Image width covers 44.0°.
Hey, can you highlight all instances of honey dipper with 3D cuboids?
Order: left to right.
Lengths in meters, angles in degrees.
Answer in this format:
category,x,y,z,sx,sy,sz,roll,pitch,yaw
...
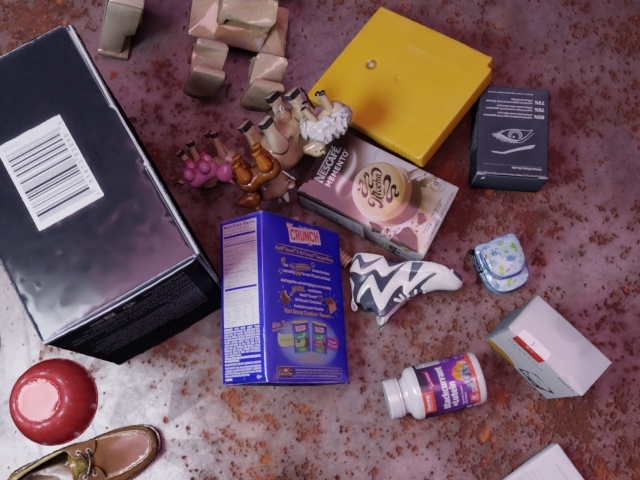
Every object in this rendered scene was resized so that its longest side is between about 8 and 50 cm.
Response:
category,x,y,z,sx,sy,sz,roll,pitch,yaw
honey dipper,0.000,0.000,1.706,0.161,0.030,0.030,39,80,10

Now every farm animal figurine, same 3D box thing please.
category,x,y,z,sx,sy,sz,roll,pitch,yaw
farm animal figurine,-0.113,-0.171,1.633,0.327,0.330,0.172,-43,120,-13

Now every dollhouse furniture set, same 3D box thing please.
category,x,y,z,sx,sy,sz,roll,pitch,yaw
dollhouse furniture set,-0.274,-0.494,1.764,0.395,0.256,0.361,10,77,-19

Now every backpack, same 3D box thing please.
category,x,y,z,sx,sy,sz,roll,pitch,yaw
backpack,0.383,0.052,1.664,0.105,0.084,0.114,-19,80,-2

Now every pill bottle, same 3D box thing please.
category,x,y,z,sx,sy,sz,roll,pitch,yaw
pill bottle,0.227,0.298,1.594,0.194,0.108,0.108,-14,77,-3

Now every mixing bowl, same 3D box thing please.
category,x,y,z,sx,sy,sz,roll,pitch,yaw
mixing bowl,-0.552,0.324,1.597,0.182,0.098,0.181,0,78,0

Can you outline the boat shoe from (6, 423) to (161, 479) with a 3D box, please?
category,x,y,z,sx,sy,sz,roll,pitch,yaw
boat shoe,-0.467,0.451,1.562,0.307,0.104,0.110,-23,78,-5

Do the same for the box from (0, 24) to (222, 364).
category,x,y,z,sx,sy,sz,roll,pitch,yaw
box,-0.424,-0.052,1.493,0.298,0.472,0.479,-30,79,-5

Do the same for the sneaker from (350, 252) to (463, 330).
category,x,y,z,sx,sy,sz,roll,pitch,yaw
sneaker,0.170,0.119,1.645,0.235,0.094,0.152,10,78,3

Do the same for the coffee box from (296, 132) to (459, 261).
category,x,y,z,sx,sy,sz,roll,pitch,yaw
coffee box,0.118,-0.093,1.680,0.297,0.119,0.168,27,79,6

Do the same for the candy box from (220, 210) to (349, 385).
category,x,y,z,sx,sy,sz,roll,pitch,yaw
candy box,-0.069,0.123,1.549,0.122,0.268,0.317,-10,75,34

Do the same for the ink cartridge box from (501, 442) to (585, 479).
category,x,y,z,sx,sy,sz,roll,pitch,yaw
ink cartridge box,0.445,0.555,1.564,0.224,0.045,0.223,-33,78,-6

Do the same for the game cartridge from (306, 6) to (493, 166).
category,x,y,z,sx,sy,sz,roll,pitch,yaw
game cartridge,0.175,-0.340,1.724,0.324,0.052,0.285,34,79,26

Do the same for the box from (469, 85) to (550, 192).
category,x,y,z,sx,sy,sz,roll,pitch,yaw
box,0.407,-0.218,1.714,0.153,0.108,0.207,6,77,2

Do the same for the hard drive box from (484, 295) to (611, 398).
category,x,y,z,sx,sy,sz,roll,pitch,yaw
hard drive box,0.436,0.214,1.549,0.181,0.232,0.089,44,80,10
